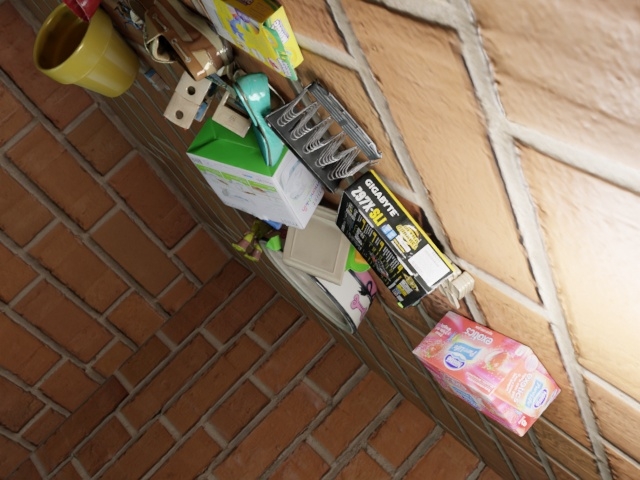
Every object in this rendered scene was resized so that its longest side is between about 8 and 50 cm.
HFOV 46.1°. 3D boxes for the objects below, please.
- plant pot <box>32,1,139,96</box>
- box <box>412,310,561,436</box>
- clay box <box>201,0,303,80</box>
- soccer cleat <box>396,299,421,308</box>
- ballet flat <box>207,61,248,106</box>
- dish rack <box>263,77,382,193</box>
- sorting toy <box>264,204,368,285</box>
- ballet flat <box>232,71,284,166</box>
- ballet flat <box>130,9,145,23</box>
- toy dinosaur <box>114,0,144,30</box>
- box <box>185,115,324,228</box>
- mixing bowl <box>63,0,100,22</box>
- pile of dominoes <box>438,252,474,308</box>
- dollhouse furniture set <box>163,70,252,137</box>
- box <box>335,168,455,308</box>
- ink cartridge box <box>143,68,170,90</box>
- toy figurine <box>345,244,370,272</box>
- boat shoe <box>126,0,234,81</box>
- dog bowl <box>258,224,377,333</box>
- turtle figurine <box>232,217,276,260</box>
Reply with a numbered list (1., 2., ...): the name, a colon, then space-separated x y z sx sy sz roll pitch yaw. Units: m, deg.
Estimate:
1. plant pot: -0.682 -0.557 2.255 0.254 0.254 0.239 36 -178 40
2. box: 0.369 0.295 1.710 0.154 0.142 0.300 49 168 -26
3. clay box: -0.114 -0.369 1.287 0.222 0.053 0.127 37 167 30
4. soccer cleat: 0.219 0.141 1.881 0.060 0.072 0.179 43 169 12
5. ballet flat: -0.187 -0.354 1.629 0.188 0.070 0.070 39 168 18
6. dish rack: 0.007 -0.196 1.428 0.208 0.074 0.271 46 169 -10
7. sorting toy: 0.000 0.000 1.927 0.347 0.196 0.047 20 -157 24
8. ballet flat: -0.107 -0.253 1.580 0.083 0.087 0.247 60 174 38
9. ballet flat: -0.454 -0.562 1.871 0.041 0.041 0.114 45 169 1
10. toy dinosaur: -0.499 -0.592 1.985 0.082 0.047 0.090 42 -154 -33
11. box: -0.154 -0.161 1.830 0.261 0.127 0.231 17 157 29
12. mixing bowl: -0.636 -0.674 1.970 0.181 0.098 0.181 42 168 11
13. pile of dominoes: 0.222 0.018 1.579 0.251 0.040 0.196 49 172 23
14. dollhouse furniture set: -0.240 -0.302 1.734 0.183 0.129 0.129 30 -162 -3
15. box: 0.143 0.009 1.569 0.257 0.079 0.322 49 172 7
16. ink cartridge box: -0.511 -0.495 2.351 0.083 0.028 0.048 50 169 -24
17. toy figurine: 0.066 0.033 2.040 0.173 0.130 0.159 17 -179 8
18. boat shoe: -0.324 -0.444 1.608 0.324 0.120 0.123 38 167 32
19. dog bowl: 0.004 0.092 2.299 0.408 0.150 0.408 43 168 11
20. turtle figurine: -0.183 -0.044 2.421 0.087 0.217 0.269 17 163 28
